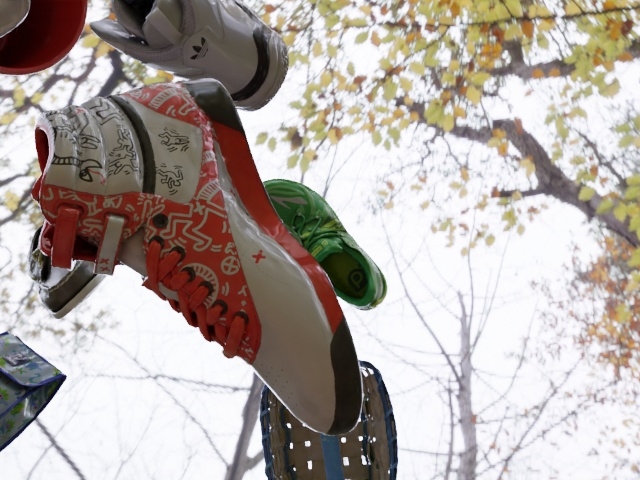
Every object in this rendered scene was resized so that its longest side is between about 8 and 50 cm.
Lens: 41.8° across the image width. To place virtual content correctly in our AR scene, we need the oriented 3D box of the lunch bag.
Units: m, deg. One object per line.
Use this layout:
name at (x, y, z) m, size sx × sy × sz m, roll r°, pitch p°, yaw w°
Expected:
lunch bag at (-0.465, 0.211, 1.211) m, size 0.129 × 0.151 × 0.096 m, roll 32°, pitch -41°, yaw 18°

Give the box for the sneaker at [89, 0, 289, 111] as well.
sneaker at (-0.202, -0.313, 1.113) m, size 0.210 × 0.366 × 0.137 m, roll 21°, pitch -70°, yaw -45°

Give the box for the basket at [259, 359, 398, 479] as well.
basket at (0.012, 0.283, 1.230) m, size 0.201 × 0.289 × 0.255 m, roll -7°, pitch -98°, yaw 2°

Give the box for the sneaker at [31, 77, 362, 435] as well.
sneaker at (-0.089, 0.017, 0.522) m, size 0.270 × 0.145 × 0.090 m, roll 63°, pitch -30°, yaw 23°

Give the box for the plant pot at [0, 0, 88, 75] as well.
plant pot at (-0.562, -0.392, 1.387) m, size 0.243 × 0.275 × 0.275 m, roll -2°, pitch -61°, yaw 48°

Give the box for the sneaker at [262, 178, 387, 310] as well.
sneaker at (0.000, 0.000, 1.414) m, size 0.295 × 0.123 × 0.109 m, roll 42°, pitch -85°, yaw 5°

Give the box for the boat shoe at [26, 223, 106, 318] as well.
boat shoe at (-0.371, 0.032, 1.202) m, size 0.109 × 0.305 × 0.091 m, roll -41°, pitch -71°, yaw -9°

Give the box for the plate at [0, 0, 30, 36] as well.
plate at (-0.334, -0.210, 0.495) m, size 0.277 × 0.045 × 0.278 m, roll -19°, pitch -68°, yaw 24°
